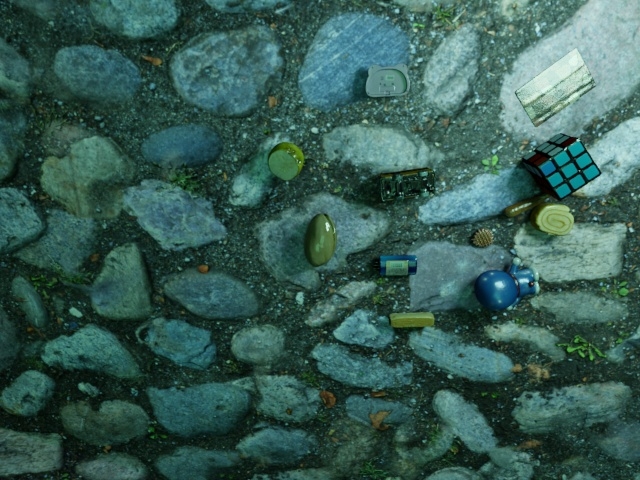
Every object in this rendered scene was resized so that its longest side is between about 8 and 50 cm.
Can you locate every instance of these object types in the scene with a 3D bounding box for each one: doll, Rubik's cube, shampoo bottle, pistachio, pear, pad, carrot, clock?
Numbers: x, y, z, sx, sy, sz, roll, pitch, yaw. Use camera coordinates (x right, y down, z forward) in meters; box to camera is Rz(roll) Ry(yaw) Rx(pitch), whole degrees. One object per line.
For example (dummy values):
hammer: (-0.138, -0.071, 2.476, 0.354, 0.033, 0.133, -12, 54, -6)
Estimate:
doll: (0.742, 0.180, 1.635, 0.257, 0.161, 0.215, -10, 96, -10)
Rubik's cube: (0.849, -0.263, 1.451, 0.162, 0.163, 0.160, -37, 103, 19)
shampoo bottle: (0.301, 0.102, 1.677, 0.183, 0.050, 0.087, -1, 112, 4)
pistachio: (0.000, 0.000, 1.628, 0.136, 0.136, 0.225, 7, 104, 1)
pear: (-0.124, -0.304, 1.536, 0.141, 0.104, 0.140, 13, 129, 16)
pad: (0.827, -0.533, 1.438, 0.235, 0.003, 0.158, -35, 104, 15)
carrot: (0.794, -0.139, 1.559, 0.191, 0.047, 0.047, -24, 106, 11)
clock: (0.235, -0.564, 1.443, 0.153, 0.050, 0.109, -1, 110, 4)

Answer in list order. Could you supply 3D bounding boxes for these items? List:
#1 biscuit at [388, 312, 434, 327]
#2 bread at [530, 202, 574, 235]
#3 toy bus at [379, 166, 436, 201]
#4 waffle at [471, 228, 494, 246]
biscuit: (0.389, 0.338, 1.753, 0.188, 0.056, 0.052, -1, 108, 6)
bread: (0.887, -0.083, 1.558, 0.150, 0.073, 0.122, 12, 108, -1)
toy bus: (0.318, -0.214, 1.529, 0.201, 0.114, 0.098, -8, 110, 1)
waffle: (0.646, -0.010, 1.625, 0.084, 0.029, 0.075, 9, 109, 3)
